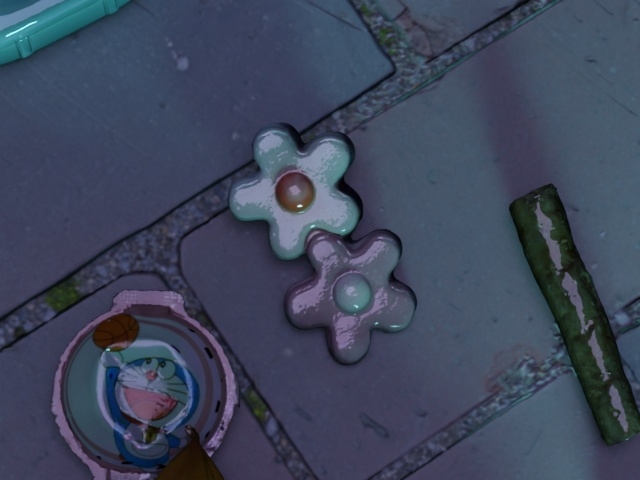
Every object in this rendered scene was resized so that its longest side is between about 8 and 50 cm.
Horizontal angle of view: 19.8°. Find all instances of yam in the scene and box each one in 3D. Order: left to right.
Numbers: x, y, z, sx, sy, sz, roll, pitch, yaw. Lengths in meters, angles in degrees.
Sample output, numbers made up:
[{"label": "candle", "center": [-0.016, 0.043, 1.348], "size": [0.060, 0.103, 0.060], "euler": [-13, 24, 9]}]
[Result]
[{"label": "yam", "center": [0.265, 0.076, 1.886], "size": [0.061, 0.061, 0.274], "euler": [-20, 79, -7]}]

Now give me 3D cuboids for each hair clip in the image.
[{"label": "hair clip", "center": [0.002, -0.001, 1.889], "size": [0.146, 0.075, 0.257], "euler": [-26, 84, -13]}]

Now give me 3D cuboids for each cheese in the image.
[{"label": "cheese", "center": [-0.176, 0.191, 1.829], "size": [0.189, 0.074, 0.286], "euler": [4, 84, -3]}]

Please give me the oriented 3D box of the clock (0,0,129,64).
[{"label": "clock", "center": [-0.327, -0.340, 1.939], "size": [0.224, 0.094, 0.274], "euler": [-27, 77, -9]}]

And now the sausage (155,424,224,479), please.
[{"label": "sausage", "center": [-0.140, 0.342, 1.762], "size": [0.112, 0.112, 0.328], "euler": [10, 85, 0]}]
